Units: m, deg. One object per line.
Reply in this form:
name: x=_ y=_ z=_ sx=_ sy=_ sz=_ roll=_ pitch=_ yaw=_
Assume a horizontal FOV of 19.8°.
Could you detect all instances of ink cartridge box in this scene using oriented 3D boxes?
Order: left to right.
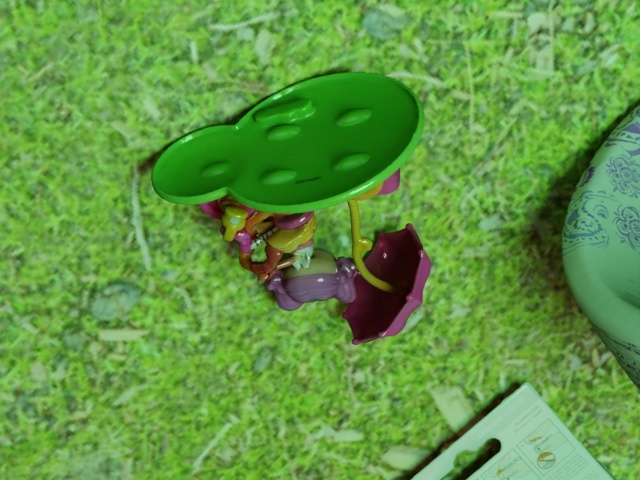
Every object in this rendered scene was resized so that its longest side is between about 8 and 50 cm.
ink cartridge box: x=0.143 y=0.201 z=1.324 sx=0.145 sy=0.045 sz=0.179 roll=-41 pitch=108 yaw=3

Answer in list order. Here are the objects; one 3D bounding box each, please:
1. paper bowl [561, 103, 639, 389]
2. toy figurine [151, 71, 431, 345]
paper bowl: x=0.305 y=0.000 z=1.142 sx=0.284 sy=0.284 sz=0.148 roll=-38 pitch=123 yaw=1
toy figurine: x=0.000 y=0.000 z=1.151 sx=0.173 sy=0.130 sz=0.159 roll=-12 pitch=128 yaw=11
